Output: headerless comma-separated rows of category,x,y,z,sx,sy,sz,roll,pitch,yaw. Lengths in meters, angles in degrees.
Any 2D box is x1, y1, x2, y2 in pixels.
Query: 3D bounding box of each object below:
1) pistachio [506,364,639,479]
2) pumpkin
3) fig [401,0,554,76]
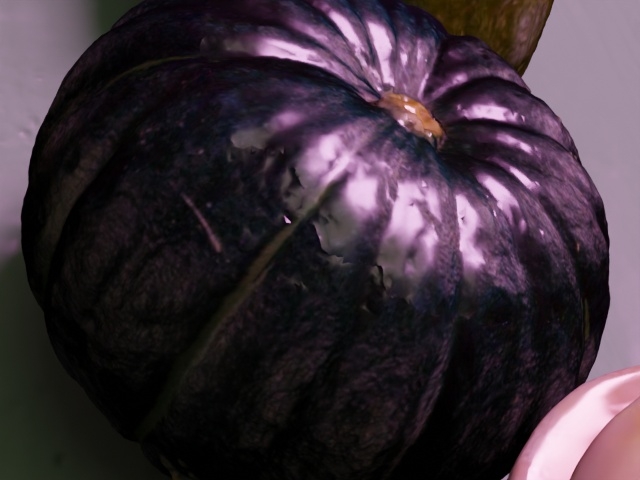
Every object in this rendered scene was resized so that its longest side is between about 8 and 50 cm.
pistachio,0.165,0.137,0.448,0.318,0.193,0.214,-12,87,-21
pumpkin,0.000,0.000,0.522,0.220,0.162,0.220,19,44,-20
fig,0.033,-0.185,0.635,0.203,0.235,0.203,12,39,-10
